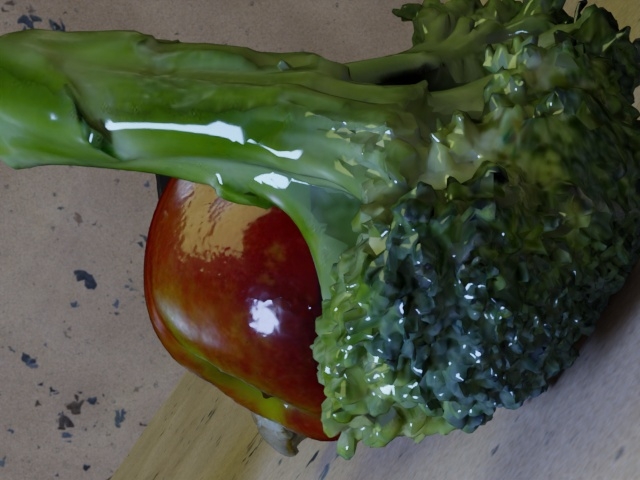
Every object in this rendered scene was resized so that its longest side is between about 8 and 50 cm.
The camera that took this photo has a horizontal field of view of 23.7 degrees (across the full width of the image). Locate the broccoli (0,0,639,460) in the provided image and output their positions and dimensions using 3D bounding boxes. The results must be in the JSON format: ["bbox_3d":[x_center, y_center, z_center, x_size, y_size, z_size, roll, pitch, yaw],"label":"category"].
[{"bbox_3d":[0.003,-0.030,0.903,0.353,0.397,0.275,-141,59,-67],"label":"broccoli"}]

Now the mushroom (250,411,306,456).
[{"bbox_3d":[0.039,0.069,1.345,0.278,0.096,0.099,-58,5,-5],"label":"mushroom"}]

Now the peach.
[{"bbox_3d":[0.000,0.000,1.163,0.275,0.245,0.248,-58,-12,-21],"label":"peach"}]

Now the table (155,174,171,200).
[{"bbox_3d":[-0.002,-0.058,1.642,0.249,0.317,0.317,-24,27,48],"label":"table"}]
